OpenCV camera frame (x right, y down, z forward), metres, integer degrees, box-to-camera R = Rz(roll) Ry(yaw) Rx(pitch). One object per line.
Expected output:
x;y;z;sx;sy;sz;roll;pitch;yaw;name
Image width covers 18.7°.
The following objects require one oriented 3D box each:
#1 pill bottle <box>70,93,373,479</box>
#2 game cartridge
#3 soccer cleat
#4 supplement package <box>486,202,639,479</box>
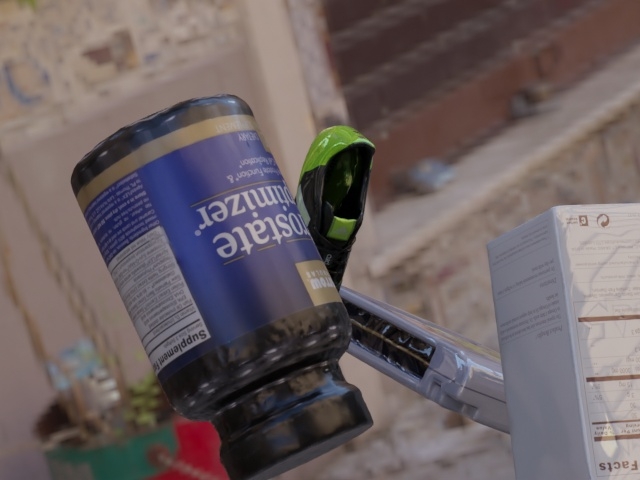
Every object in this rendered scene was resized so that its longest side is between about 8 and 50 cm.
-0.056;0.033;1.179;0.122;0.219;0.123;-25;-10;-5;pill bottle
0.121;0.114;1.713;0.196;0.060;0.294;27;-1;-32;game cartridge
0.000;0.000;1.485;0.060;0.179;0.072;12;5;-20;soccer cleat
0.180;0.075;1.216;0.105;0.179;0.105;-2;-12;-21;supplement package
